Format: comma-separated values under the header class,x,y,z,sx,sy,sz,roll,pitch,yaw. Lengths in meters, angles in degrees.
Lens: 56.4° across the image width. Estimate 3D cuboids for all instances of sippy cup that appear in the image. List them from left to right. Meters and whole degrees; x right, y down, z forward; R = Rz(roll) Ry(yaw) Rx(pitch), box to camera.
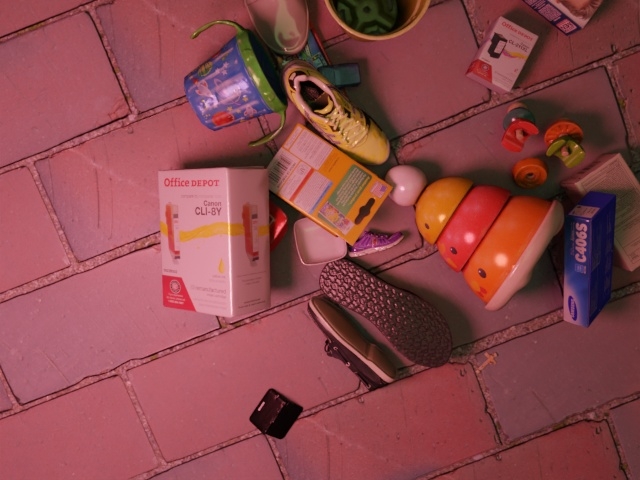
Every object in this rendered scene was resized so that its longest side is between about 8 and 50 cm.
class,x,y,z,sx,sy,sz,roll,pitch,yaw
sippy cup,-0.238,-0.415,1.615,0.224,0.240,0.305,-24,74,10

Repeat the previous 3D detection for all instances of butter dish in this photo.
class,x,y,z,sx,sy,sz,roll,pitch,yaw
butter dish,-0.154,-0.034,1.705,0.160,0.118,0.160,42,103,33

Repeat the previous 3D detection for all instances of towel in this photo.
class,x,y,z,sx,sy,sz,roll,pitch,yaw
towel,0.052,-0.463,1.680,0.119,0.029,0.067,-6,97,-2

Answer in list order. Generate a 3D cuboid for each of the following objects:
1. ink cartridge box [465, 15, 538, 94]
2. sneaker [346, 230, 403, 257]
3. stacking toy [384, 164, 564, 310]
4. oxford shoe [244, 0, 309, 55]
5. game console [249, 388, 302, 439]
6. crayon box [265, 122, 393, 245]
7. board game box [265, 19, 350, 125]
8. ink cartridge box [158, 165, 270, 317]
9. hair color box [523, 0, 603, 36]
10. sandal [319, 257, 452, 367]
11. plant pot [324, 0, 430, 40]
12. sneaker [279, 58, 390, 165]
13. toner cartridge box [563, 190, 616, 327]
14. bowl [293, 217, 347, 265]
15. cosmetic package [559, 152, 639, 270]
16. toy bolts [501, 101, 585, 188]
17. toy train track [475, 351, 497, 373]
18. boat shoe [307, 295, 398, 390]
class,x,y,z,sx,sy,sz,roll,pitch,yaw
ink cartridge box,0.513,-0.524,1.694,0.127,0.072,0.175,26,95,-4
sneaker,0.159,0.000,1.741,0.170,0.068,0.071,-14,91,0
stacking toy,0.387,-0.059,1.669,0.480,0.350,0.350,32,94,14
oxford shoe,-0.138,-0.727,1.612,0.169,0.130,0.449,-12,93,-1
game console,-0.136,0.527,1.811,0.107,0.071,0.122,35,93,25
crayon box,0.013,-0.152,1.677,0.323,0.083,0.203,35,88,6
board game box,-0.041,-0.487,1.702,0.145,0.027,0.281,-27,96,2
ink cartridge box,-0.289,-0.007,1.614,0.279,0.160,0.384,3,97,37
hair color box,0.628,-0.752,1.659,0.347,0.105,0.174,35,94,-6
sandal,0.201,0.197,1.755,0.446,0.107,0.167,37,95,7
plant pot,0.137,-0.644,1.578,0.276,0.254,0.276,0,96,-1
sneaker,0.038,-0.329,1.633,0.385,0.147,0.145,37,106,-18
toner cartridge box,0.749,0.053,1.663,0.165,0.075,0.347,-33,124,-34
bowl,0.000,0.000,1.729,0.142,0.053,0.142,-12,80,-1
cosmetic package,0.860,-0.085,1.733,0.160,0.113,0.309,-34,97,2
toy bolts,0.608,-0.291,1.718,0.228,0.158,0.218,29,135,-14
toy train track,0.507,0.374,1.817,0.083,0.014,0.048,-45,96,3
boat shoe,0.070,0.309,1.746,0.340,0.127,0.113,41,116,-7
